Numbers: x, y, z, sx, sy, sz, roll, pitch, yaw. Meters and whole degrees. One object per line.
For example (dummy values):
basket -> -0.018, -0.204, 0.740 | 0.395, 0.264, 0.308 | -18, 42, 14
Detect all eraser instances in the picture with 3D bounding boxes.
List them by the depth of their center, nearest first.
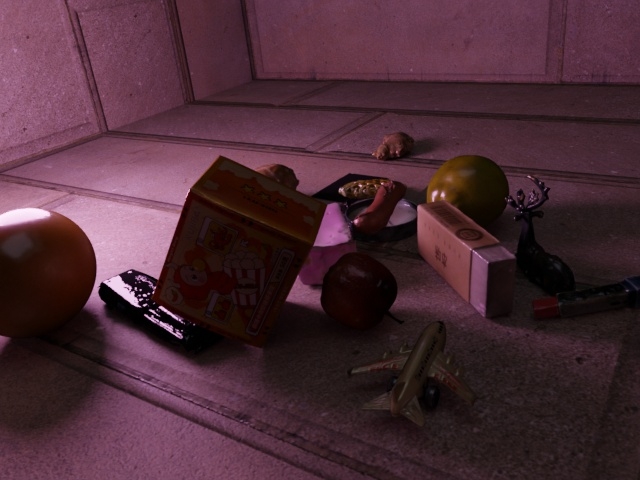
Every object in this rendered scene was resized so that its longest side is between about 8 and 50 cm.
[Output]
eraser -> 0.321, 0.031, 1.330 | 0.078, 0.144, 0.343 | -10, 25, -12

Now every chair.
chair -> 0.074, -0.097, 1.772 | 0.086, 0.037, 0.042 | -30, 22, -32

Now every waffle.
waffle -> 0.164, -0.162, 1.834 | 0.214, 0.054, 0.208 | -2, 14, 5

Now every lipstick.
lipstick -> 0.582, 0.118, 1.200 | 0.312, 0.051, 0.051 | -10, 28, -2

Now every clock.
clock -> 0.177, -0.064, 1.669 | 0.226, 0.049, 0.226 | -5, 25, 2

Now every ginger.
ginger -> -0.237, -0.173, 1.867 | 0.304, 0.155, 0.244 | 10, 32, 30
ginger -> 0.286, -0.361, 2.230 | 0.137, 0.074, 0.213 | -5, 20, 24

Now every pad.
pad -> 0.100, -0.180, 1.975 | 0.164, 0.004, 0.243 | 12, 31, 34

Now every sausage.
sausage -> 0.167, -0.094, 1.596 | 0.078, 0.078, 0.304 | 5, 29, 23

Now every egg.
egg -> -0.657, 0.068, 1.325 | 0.283, 0.282, 0.351 | -8, 19, -2

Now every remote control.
remote control -> -0.372, 0.151, 1.337 | 0.399, 0.062, 0.144 | 18, 34, 39

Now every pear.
pear -> 0.398, -0.128, 1.571 | 0.212, 0.212, 0.269 | 18, 37, 41

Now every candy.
candy -> 0.000, 0.000, 1.500 | 0.155, 0.115, 0.265 | -10, 26, -5

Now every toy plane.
toy plane -> 0.172, 0.227, 1.021 | 0.229, 0.092, 0.244 | 7, 28, 30

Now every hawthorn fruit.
hawthorn fruit -> 0.094, 0.116, 1.220 | 0.194, 0.157, 0.157 | 33, 43, 27

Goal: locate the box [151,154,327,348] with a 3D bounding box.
box -> -0.166, 0.023, 1.209 | 0.259, 0.283, 0.214 | 25, 29, -1

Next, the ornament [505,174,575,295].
ornament -> 0.482, -0.017, 1.286 | 0.080, 0.236, 0.202 | -16, 26, -6
